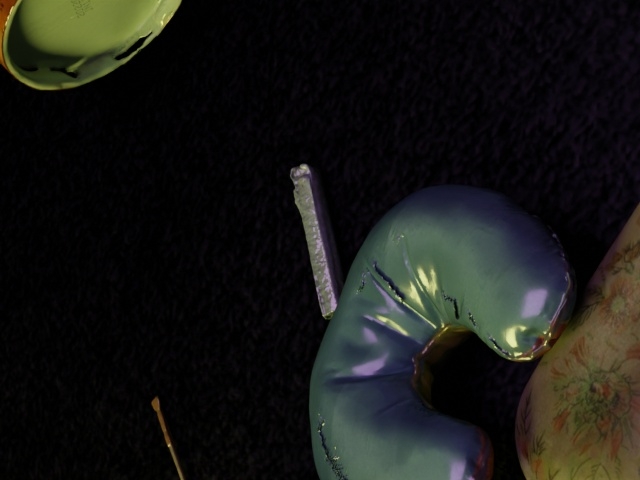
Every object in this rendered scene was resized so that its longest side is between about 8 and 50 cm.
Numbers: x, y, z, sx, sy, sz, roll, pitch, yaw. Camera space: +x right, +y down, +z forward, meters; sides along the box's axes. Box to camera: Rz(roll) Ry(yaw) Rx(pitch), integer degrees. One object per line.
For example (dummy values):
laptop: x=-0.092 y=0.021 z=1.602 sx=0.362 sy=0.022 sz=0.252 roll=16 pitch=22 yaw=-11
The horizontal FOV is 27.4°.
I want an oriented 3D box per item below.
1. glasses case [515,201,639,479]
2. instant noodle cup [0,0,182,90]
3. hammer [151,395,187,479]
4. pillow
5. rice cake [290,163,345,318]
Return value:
glasses case: x=0.256 y=-0.003 z=0.712 sx=0.156 sy=0.098 sz=0.425 roll=42 pitch=111 yaw=36
instant noodle cup: x=-0.229 y=-0.248 z=1.082 sx=0.230 sy=0.230 sz=0.182 roll=-48 pitch=66 yaw=23
hammer: x=-0.113 y=0.179 z=1.044 sx=0.029 sy=0.014 sz=0.123 roll=-35 pitch=60 yaw=20
pillow: x=0.067 y=0.076 z=0.835 sx=0.233 sy=0.086 sz=0.214 roll=-65 pitch=26 yaw=6
rice cake: x=0.000 y=0.000 z=0.971 sx=0.022 sy=0.022 sz=0.121 roll=-21 pitch=71 yaw=26
